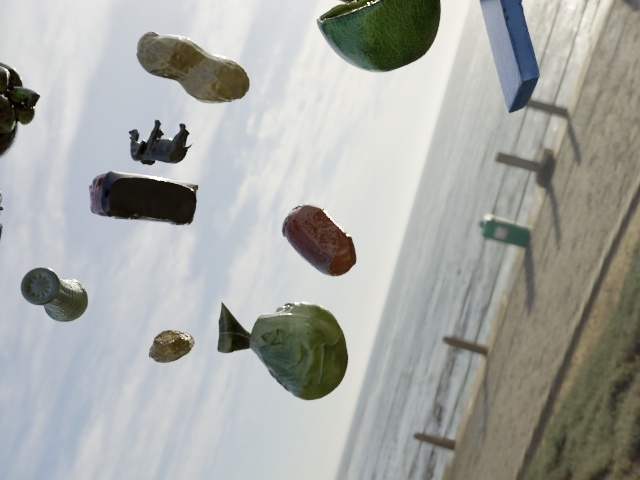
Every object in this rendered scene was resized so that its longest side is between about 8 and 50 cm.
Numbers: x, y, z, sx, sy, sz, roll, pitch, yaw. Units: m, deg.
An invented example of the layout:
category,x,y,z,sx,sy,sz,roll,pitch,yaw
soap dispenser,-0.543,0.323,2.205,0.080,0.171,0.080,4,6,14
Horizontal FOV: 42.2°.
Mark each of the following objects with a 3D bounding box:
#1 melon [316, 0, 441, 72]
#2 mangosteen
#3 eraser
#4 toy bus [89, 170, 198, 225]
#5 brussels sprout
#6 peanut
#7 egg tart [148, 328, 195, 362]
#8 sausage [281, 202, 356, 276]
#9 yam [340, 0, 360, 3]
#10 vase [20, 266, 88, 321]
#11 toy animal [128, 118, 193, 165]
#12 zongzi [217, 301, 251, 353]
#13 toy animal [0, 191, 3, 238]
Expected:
category,x,y,z,sx,sy,sz,roll,pitch,yaw
melon,0.132,-0.417,1.687,0.169,0.265,0.129,63,-159,-23
mangosteen,-0.928,-0.337,2.207,0.311,0.311,0.311,16,-90,-85
eraser,0.367,-0.423,1.642,0.144,0.043,0.311,86,174,-73
toy bus,-0.474,-0.110,2.222,0.303,0.147,0.127,4,-91,-44
brussels sprout,-0.038,0.232,1.742,0.161,0.223,0.223,-30,-33,-34
peanut,-0.312,-0.421,2.032,0.130,0.290,0.130,-62,4,8
egg tart,-0.390,0.267,2.164,0.129,0.129,0.049,-66,-33,-57
sausage,0.000,0.001,2.533,0.153,0.268,0.141,-40,-20,-18
yam,0.099,-0.607,2.045,0.067,0.317,0.071,-55,49,36
vase,-0.802,0.161,2.495,0.299,0.143,0.143,101,-174,-78
toy animal,-0.548,-0.328,2.783,0.114,0.245,0.146,41,-121,-54
zongzi,-0.187,0.188,1.830,0.104,0.052,0.113,0,-95,-65
toy animal,-1.005,-0.081,2.555,0.108,0.062,0.220,-54,-25,-66
